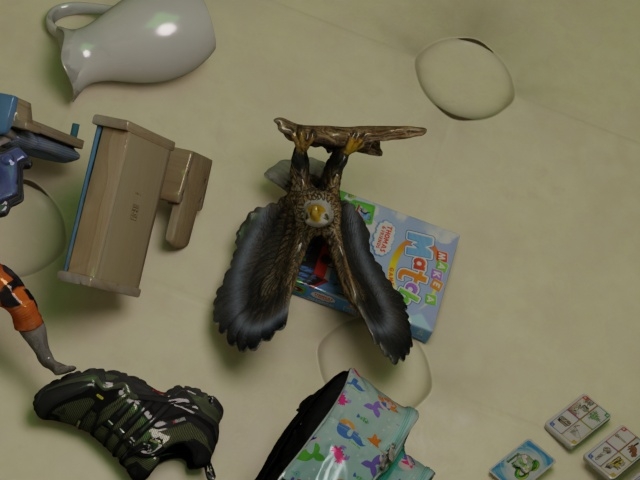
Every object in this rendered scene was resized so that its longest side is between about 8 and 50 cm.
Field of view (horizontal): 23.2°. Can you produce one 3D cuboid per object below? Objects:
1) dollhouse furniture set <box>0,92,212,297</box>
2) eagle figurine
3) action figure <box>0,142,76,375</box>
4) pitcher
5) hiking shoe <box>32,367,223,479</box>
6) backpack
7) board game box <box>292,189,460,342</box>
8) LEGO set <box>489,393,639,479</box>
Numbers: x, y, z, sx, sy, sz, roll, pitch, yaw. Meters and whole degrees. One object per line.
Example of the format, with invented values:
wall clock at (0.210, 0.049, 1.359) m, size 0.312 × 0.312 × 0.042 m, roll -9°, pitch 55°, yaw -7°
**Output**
dollhouse furniture set at (-0.344, -0.058, 1.946) m, size 0.303 × 0.286 × 0.198 m, roll 13°, pitch 86°, yaw 20°
eagle figurine at (-0.004, 0.000, 1.944) m, size 0.225 × 0.226 × 0.298 m, roll 5°, pitch 87°, yaw -56°
action figure at (-0.472, 0.039, 1.767) m, size 0.341 × 0.178 × 0.330 m, roll -18°, pitch 85°, yaw -17°
pitcher at (-0.260, -0.284, 2.107) m, size 0.207 × 0.125 × 0.177 m, roll -18°, pitch 51°, yaw -11°
hiking shoe at (-0.226, 0.222, 1.830) m, size 0.227 × 0.086 × 0.114 m, roll 8°, pitch 56°, yaw -11°
backpack at (0.016, 0.282, 1.782) m, size 0.191 × 0.225 × 0.253 m, roll 29°, pitch 47°, yaw -1°
board game box at (0.064, 0.026, 2.049) m, size 0.211 × 0.039 × 0.160 m, roll 21°, pitch 58°, yaw -3°
LEGO set at (0.314, 0.320, 1.948) m, size 0.244 × 0.060 × 0.182 m, roll -33°, pitch 56°, yaw -29°
